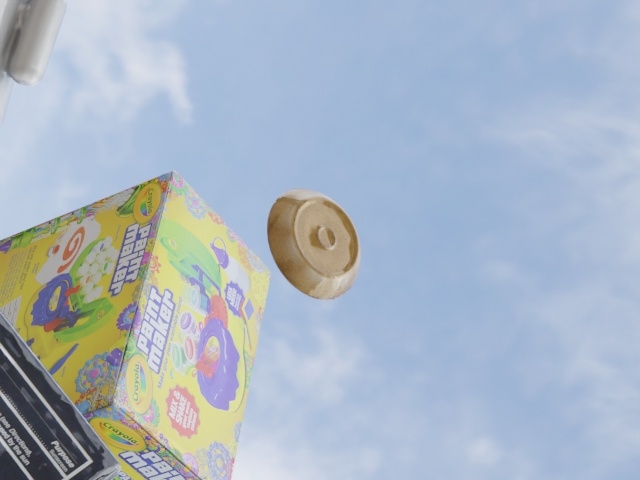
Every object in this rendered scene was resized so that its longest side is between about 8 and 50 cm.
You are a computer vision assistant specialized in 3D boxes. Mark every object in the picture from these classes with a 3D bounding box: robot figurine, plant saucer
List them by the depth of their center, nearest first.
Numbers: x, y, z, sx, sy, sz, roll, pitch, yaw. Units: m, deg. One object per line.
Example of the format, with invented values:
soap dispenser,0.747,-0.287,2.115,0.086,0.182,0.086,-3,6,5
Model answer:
plant saucer,0.000,0.000,1.082,0.015,0.083,0.083,-27,-110,46
robot figurine,-0.458,-0.258,1.866,0.300,0.200,0.353,8,-107,10

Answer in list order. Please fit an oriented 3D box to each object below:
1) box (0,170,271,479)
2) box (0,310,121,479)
box,-0.228,0.126,1.534,0.279,0.177,0.290,-20,-140,29
box,-0.362,0.157,1.129,0.296,0.294,0.183,51,-48,4
